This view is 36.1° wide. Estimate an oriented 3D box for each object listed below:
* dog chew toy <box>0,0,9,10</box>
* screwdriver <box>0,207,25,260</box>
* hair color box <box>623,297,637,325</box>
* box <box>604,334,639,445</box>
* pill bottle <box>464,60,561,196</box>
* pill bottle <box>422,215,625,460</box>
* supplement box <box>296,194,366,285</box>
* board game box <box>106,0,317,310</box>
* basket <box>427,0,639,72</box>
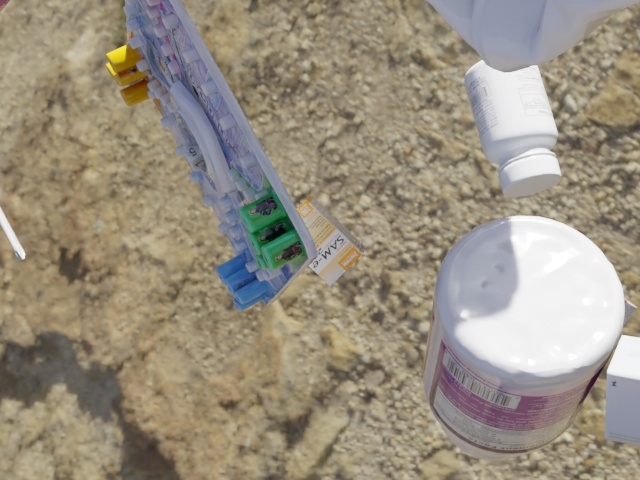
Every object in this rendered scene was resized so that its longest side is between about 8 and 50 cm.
[{"bbox_3d":[-0.293,-0.222,0.603,0.207,0.332,0.206,-1,84,11],"label":"dog chew toy"},{"bbox_3d":[-0.188,-0.044,0.524,0.024,0.025,0.170,-40,47,0],"label":"screwdriver"},{"bbox_3d":[0.388,0.139,1.484,0.167,0.093,0.053,-56,30,9],"label":"hair color box"},{"bbox_3d":[0.395,0.181,1.160,0.101,0.087,0.101,8,118,25],"label":"box"},{"bbox_3d":[0.339,-0.199,1.706,0.131,0.131,0.229,-27,68,40],"label":"pill bottle"},{"bbox_3d":[0.189,0.117,0.984,0.301,0.169,0.169,86,-177,-61],"label":"pill bottle"},{"bbox_3d":[0.000,0.000,1.231,0.062,0.098,0.036,-47,2,15],"label":"supplement box"},{"bbox_3d":[-0.145,-0.111,1.118,0.389,0.050,0.390,61,167,5],"label":"board game box"},{"bbox_3d":[0.077,-0.287,0.237,0.266,0.331,0.328,-52,8,-29],"label":"basket"}]
